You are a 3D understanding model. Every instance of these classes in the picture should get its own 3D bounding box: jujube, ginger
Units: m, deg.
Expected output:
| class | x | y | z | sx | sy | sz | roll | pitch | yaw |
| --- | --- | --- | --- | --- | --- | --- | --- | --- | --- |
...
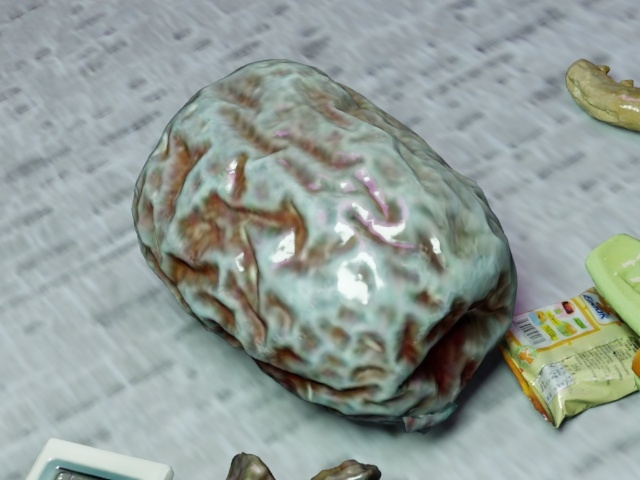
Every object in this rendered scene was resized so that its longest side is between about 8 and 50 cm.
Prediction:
| class | x | y | z | sx | sy | sz | roll | pitch | yaw |
| --- | --- | --- | --- | --- | --- | --- | --- | --- | --- |
| jujube | 0.000 | 0.000 | 1.104 | 0.226 | 0.226 | 0.317 | -33 | 56 | -21 |
| ginger | 0.288 | -0.122 | 1.279 | 0.173 | 0.051 | 0.069 | 22 | 50 | 25 |

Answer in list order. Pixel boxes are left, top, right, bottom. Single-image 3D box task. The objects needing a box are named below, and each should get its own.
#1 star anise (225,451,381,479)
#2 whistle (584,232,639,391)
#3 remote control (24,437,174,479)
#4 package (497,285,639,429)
| class | x | y | z | sx | sy | sz | roll | pitch | yaw |
| --- | --- | --- | --- | --- | --- | --- | --- | --- | --- |
| star anise | -0.029 | 0.224 | 0.936 | 0.223 | 0.109 | 0.236 | 6 | 47 | 1 |
| whistle | 0.291 | 0.093 | 1.021 | 0.131 | 0.106 | 0.288 | -33 | 56 | -10 |
| remote control | -0.197 | 0.262 | 0.989 | 0.103 | 0.055 | 0.277 | 10 | 49 | 18 |
| package | 0.196 | 0.085 | 1.110 | 0.121 | 0.031 | 0.108 | -18 | 47 | -17 |
